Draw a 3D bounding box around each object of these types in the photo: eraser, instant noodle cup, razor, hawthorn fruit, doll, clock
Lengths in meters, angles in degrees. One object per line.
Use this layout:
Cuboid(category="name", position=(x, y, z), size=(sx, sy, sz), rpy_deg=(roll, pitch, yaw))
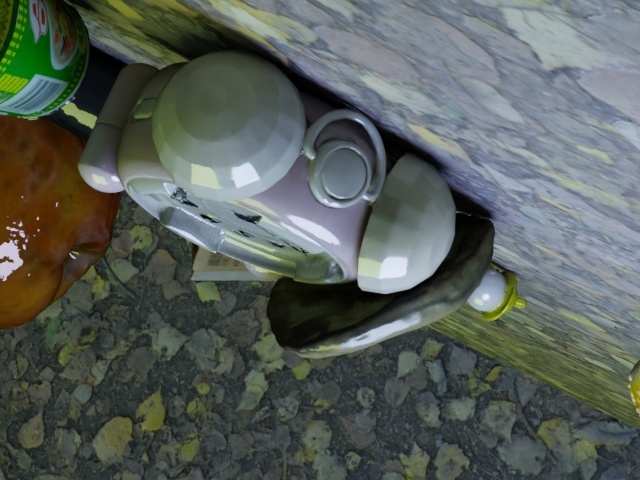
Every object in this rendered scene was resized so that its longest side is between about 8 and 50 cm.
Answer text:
Cuboid(category="eraser", position=(-0.103, -0.021, 1.987), size=(0.144, 0.078, 0.343), rpy_deg=(1, 162, -10))
Cuboid(category="instant noodle cup", position=(-0.349, -0.215, 1.470), size=(0.207, 0.207, 0.232), rpy_deg=(26, -178, 17))
Cuboid(category="razor", position=(-0.297, -0.189, 1.860), size=(0.326, 0.107, 0.189), rpy_deg=(29, 174, -20))
Cuboid(category="hawthorn fruit", position=(-0.513, -0.090, 2.084), size=(0.471, 0.472, 0.472), rpy_deg=(27, 175, 2))
Cuboid(category="doll", position=(0.185, 0.047, 1.912), size=(0.207, 0.081, 0.129), rpy_deg=(24, 163, -5))
Cuboid(category="clock", position=(-0.055, -0.068, 1.454), size=(0.342, 0.184, 0.325), rpy_deg=(24, 173, -29))

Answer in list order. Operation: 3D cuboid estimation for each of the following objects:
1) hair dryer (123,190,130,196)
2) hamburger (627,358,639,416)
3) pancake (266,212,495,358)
Cuboid(category="hair dryer", position=(-0.428, -0.193, 2.742), size=(0.344, 0.107, 0.189), rpy_deg=(35, 180, 16))
Cuboid(category="hamburger", position=(0.460, 0.194, 1.603), size=(0.227, 0.151, 0.295), rpy_deg=(29, 178, 14))
Cuboid(category="pancake", position=(0.067, 0.046, 1.559), size=(0.294, 0.294, 0.050), rpy_deg=(17, 133, 64))
